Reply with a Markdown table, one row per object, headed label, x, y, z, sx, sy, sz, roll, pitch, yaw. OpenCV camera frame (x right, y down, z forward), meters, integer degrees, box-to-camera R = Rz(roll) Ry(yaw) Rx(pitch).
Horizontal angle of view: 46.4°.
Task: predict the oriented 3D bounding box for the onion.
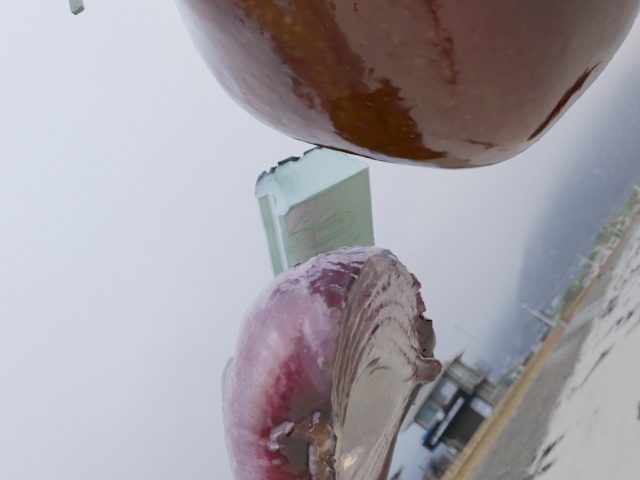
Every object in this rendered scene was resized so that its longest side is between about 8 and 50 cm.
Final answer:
| label | x | y | z | sx | sy | sz | roll | pitch | yaw |
| --- | --- | --- | --- | --- | --- | --- | --- | --- | --- |
| onion | 0.012 | 0.113 | 0.587 | 0.284 | 0.120 | 0.226 | 2 | -84 | -66 |

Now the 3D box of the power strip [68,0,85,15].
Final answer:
| label | x | y | z | sx | sy | sz | roll | pitch | yaw |
| --- | --- | --- | --- | --- | --- | --- | --- | --- | --- |
| power strip | -0.510 | -0.505 | 1.554 | 0.027 | 0.083 | 0.017 | -25 | -26 | 15 |

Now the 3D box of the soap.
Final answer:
| label | x | y | z | sx | sy | sz | roll | pitch | yaw |
| --- | --- | --- | --- | --- | --- | --- | --- | --- | --- |
| soap | 0.000 | 0.000 | 1.073 | 0.150 | 0.094 | 0.261 | -25 | -44 | -16 |

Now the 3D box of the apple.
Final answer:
| label | x | y | z | sx | sy | sz | roll | pitch | yaw |
| --- | --- | --- | --- | --- | --- | --- | --- | --- | --- |
| apple | 0.040 | -0.192 | 0.435 | 0.288 | 0.288 | 0.317 | -54 | -30 | -5 |
